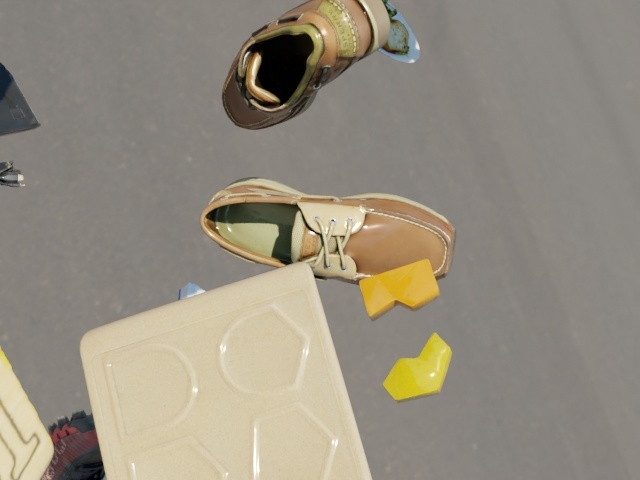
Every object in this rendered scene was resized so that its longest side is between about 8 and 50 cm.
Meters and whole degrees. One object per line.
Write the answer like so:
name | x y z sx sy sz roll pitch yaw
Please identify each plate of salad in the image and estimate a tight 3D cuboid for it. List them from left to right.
plate of salad | 0.062 -0.315 1.434 0.200 0.048 0.200 31 32 -22

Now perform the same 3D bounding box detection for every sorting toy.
sorting toy | -0.034 0.135 0.891 0.041 0.307 0.229 58 15 -68

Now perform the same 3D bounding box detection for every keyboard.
keyboard | -0.504 -0.134 1.400 0.317 0.033 0.201 -20 74 -46

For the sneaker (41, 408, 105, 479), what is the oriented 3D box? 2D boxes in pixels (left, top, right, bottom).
sneaker | -0.332 0.319 1.464 0.097 0.276 0.135 -5 60 -45

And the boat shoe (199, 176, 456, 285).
boat shoe | 0.000 0.000 1.335 0.120 0.324 0.122 -26 122 -66

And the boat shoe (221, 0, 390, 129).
boat shoe | -0.051 -0.195 1.217 0.104 0.307 0.111 -33 91 -33

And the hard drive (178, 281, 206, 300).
hard drive | -0.175 0.245 1.919 0.210 0.040 0.319 39 30 -30

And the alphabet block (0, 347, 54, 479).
alphabet block | -0.360 0.176 0.859 0.197 0.192 0.193 -66 152 -44
